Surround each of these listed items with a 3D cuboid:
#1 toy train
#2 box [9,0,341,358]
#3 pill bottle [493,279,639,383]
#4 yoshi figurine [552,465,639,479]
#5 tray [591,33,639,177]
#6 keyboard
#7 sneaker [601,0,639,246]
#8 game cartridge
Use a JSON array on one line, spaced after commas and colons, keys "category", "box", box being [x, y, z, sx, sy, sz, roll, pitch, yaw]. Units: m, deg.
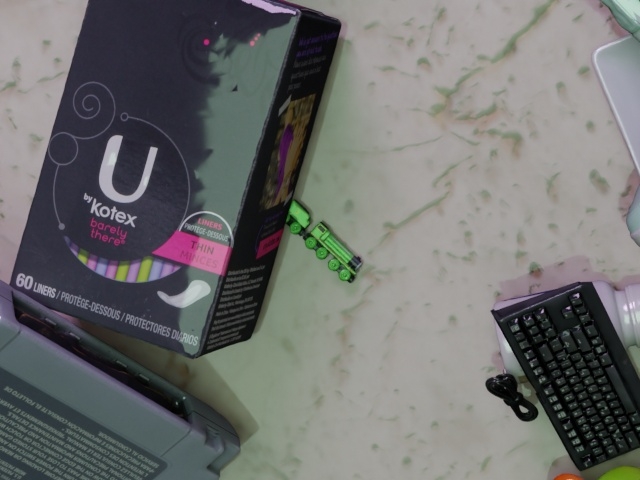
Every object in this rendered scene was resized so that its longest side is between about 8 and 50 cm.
[{"category": "toy train", "box": [0.000, 0.000, 1.562, 0.083, 0.017, 0.024, 43, 87, 2]}, {"category": "box", "box": [-0.108, -0.065, 1.498, 0.165, 0.143, 0.270, 17, 96, 13]}, {"category": "pill bottle", "box": [0.198, 0.068, 1.517, 0.120, 0.067, 0.067, -12, 93, 8]}, {"category": "yoshi figurine", "box": [0.185, 0.351, 1.490, 0.203, 0.203, 0.362, 32, 95, -12]}, {"category": "tray", "box": [0.358, -0.130, 1.501, 0.270, 0.030, 0.145, -22, 91, 8]}, {"category": "keyboard", "box": [0.185, 0.110, 1.492, 0.108, 0.023, 0.180, -20, 127, 15]}, {"category": "sneaker", "box": [0.245, -0.129, 1.451, 0.151, 0.094, 0.256, 24, 87, -1]}, {"category": "game cartridge", "box": [-0.230, 0.148, 1.493, 0.198, 0.062, 0.297, -37, 130, 22]}]
